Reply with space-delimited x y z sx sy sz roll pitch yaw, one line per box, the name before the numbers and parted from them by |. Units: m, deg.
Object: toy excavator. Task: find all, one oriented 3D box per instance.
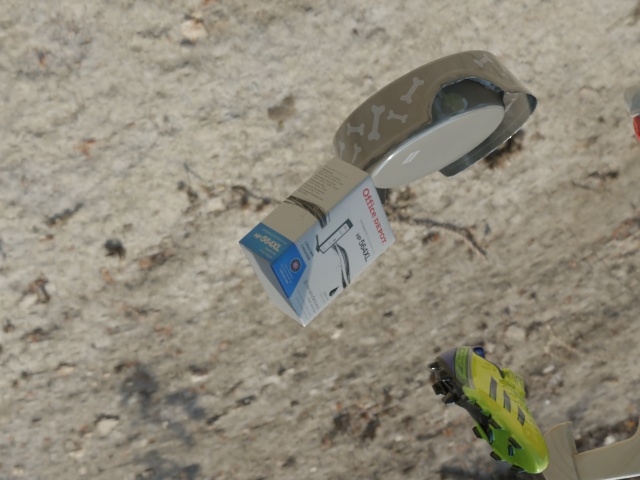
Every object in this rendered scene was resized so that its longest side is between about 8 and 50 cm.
toy excavator | 0.639 0.275 1.548 0.432 0.445 0.222 12 176 26

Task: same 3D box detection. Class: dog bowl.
dog bowl | 0.175 -0.181 1.429 0.348 0.102 0.349 -25 166 -7

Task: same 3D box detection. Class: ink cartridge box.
ink cartridge box | 0.000 0.000 1.287 0.203 0.086 0.148 -43 135 -17

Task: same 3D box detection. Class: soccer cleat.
soccer cleat | 0.265 0.234 1.293 0.121 0.289 0.094 -19 115 -13

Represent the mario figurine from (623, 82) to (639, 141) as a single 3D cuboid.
mario figurine | 0.639 -0.184 1.514 0.170 0.321 0.198 -21 129 23
